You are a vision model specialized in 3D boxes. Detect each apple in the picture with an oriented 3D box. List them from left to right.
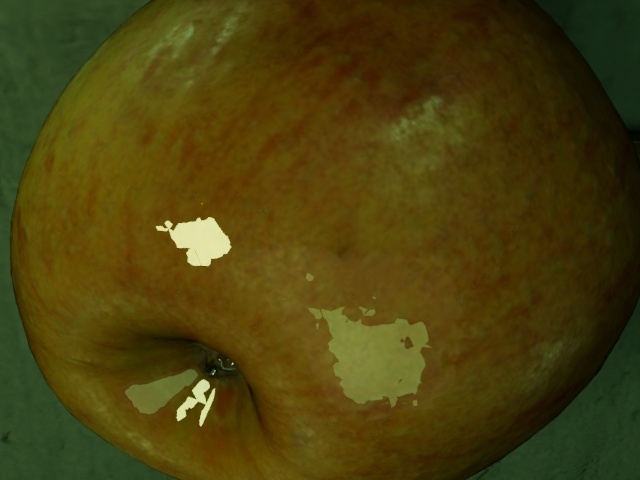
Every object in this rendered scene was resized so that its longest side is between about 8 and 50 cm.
[{"bbox_3d":[0.000,0.000,0.609,0.275,0.299,0.299,-42,148,-34],"label":"apple"}]

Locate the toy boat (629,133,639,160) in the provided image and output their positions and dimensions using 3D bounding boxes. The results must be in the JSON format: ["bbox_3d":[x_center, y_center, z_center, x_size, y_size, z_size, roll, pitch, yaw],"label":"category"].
[{"bbox_3d":[0.188,-0.032,0.796,0.201,0.077,0.057,-2,133,-15],"label":"toy boat"}]
